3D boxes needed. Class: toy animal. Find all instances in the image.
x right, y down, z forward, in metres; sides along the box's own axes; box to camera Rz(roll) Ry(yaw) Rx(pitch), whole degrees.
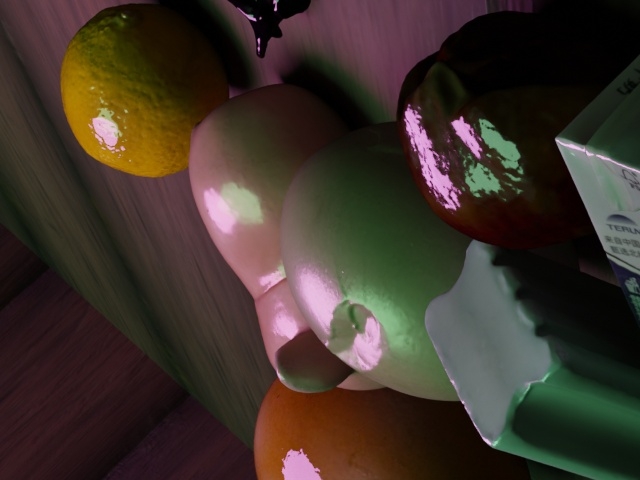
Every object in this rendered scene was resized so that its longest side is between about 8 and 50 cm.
[{"bbox_3d":[0.000,0.000,1.531,0.269,0.237,0.326,44,166,53],"label":"toy animal"},{"bbox_3d":[-0.148,-0.275,1.409,0.324,0.090,0.195,29,157,42],"label":"toy animal"}]

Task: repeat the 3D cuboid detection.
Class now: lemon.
[{"bbox_3d":[-0.186,-0.162,1.635,0.178,0.178,0.203,36,149,33],"label":"lemon"}]

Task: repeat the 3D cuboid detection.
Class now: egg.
[{"bbox_3d":[0.084,0.265,1.787,0.351,0.282,0.282,33,160,29],"label":"egg"},{"bbox_3d":[0.088,0.017,1.285,0.269,0.219,0.219,26,158,18],"label":"egg"}]

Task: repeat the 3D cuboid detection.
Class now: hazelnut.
[{"bbox_3d":[0.144,-0.078,1.030,0.202,0.170,0.160,-14,100,59],"label":"hazelnut"}]

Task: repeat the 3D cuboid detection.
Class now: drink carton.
[{"bbox_3d":[0.251,-0.016,0.942,0.102,0.134,0.222,30,158,50],"label":"drink carton"}]

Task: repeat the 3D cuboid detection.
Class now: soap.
[{"bbox_3d":[0.221,0.104,1.098,0.265,0.087,0.159,20,-156,-27],"label":"soap"}]
